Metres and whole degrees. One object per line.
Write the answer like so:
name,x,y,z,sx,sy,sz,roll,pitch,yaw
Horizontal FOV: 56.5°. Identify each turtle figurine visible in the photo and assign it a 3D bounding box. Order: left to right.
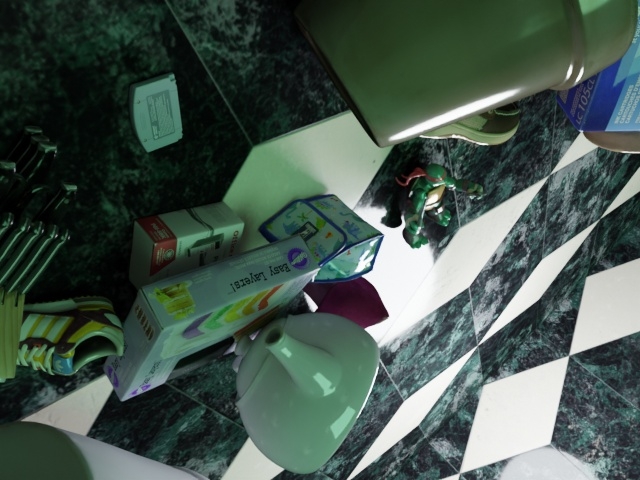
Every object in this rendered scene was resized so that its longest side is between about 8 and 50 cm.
turtle figurine,0.213,-0.076,1.110,0.175,0.118,0.234,-25,159,-9

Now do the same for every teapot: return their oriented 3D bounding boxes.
teapot,-0.045,0.202,0.889,0.256,0.187,0.252,-57,-177,22

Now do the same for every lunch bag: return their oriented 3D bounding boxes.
lunch bag,0.000,0.000,0.919,0.151,0.129,0.096,-18,136,-37

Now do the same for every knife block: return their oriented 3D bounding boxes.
knife block,-0.356,0.014,0.568,0.275,0.242,0.088,-11,161,28

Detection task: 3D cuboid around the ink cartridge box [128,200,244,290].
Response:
ink cartridge box,-0.176,0.013,0.789,0.135,0.056,0.099,-17,136,-40

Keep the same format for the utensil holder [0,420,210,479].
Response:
utensil holder,-0.326,0.450,0.821,0.327,0.327,0.385,-43,147,-9

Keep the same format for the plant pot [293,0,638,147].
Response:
plant pot,0.133,-0.263,0.682,0.280,0.323,0.323,-33,148,6

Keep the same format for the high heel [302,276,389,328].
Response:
high heel,0.018,0.207,1.109,0.127,0.181,0.378,-27,142,-31

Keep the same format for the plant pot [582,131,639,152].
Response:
plant pot,0.727,-0.357,1.340,0.263,0.263,0.229,-35,129,-21

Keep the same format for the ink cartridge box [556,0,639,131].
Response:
ink cartridge box,0.623,-0.352,1.109,0.394,0.151,0.270,-1,131,-1

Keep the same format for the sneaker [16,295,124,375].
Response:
sneaker,-0.322,0.119,0.685,0.185,0.084,0.070,-13,136,-29

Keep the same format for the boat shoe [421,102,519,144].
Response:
boat shoe,0.234,-0.238,0.965,0.341,0.123,0.123,-5,129,-40

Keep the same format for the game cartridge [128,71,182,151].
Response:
game cartridge,-0.183,-0.140,0.659,0.056,0.017,0.083,-31,144,-32

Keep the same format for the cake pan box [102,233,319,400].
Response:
cake pan box,-0.158,0.111,0.833,0.245,0.070,0.267,-17,158,-39
